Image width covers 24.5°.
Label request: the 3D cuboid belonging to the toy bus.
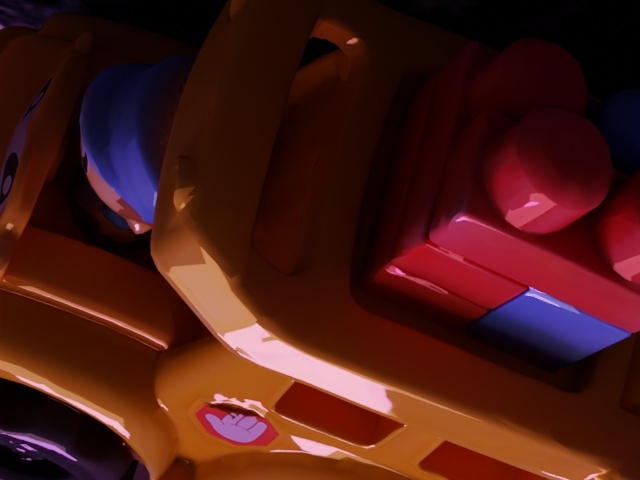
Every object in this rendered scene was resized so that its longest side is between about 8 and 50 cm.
[{"bbox_3d":[0.000,0.000,0.403,0.220,0.149,0.211,23,153,-13],"label":"toy bus"}]

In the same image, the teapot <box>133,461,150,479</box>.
[{"bbox_3d":[-0.036,0.115,0.597,0.256,0.187,0.252,57,168,8],"label":"teapot"}]
